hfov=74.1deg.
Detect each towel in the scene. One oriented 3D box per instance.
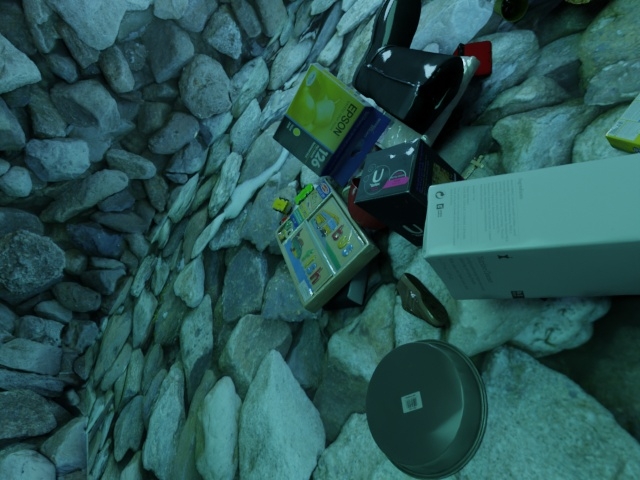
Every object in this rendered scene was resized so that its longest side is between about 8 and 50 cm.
[{"bbox_3d":[0.299,-0.417,1.315,0.331,0.053,0.317,-61,30,14],"label":"towel"}]

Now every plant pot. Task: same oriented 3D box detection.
[{"bbox_3d":[0.548,-0.685,1.235,0.083,0.083,0.079,-46,24,19],"label":"plant pot"}]

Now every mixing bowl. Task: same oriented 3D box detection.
[{"bbox_3d":[0.147,-0.095,1.235,0.098,0.182,0.181,-60,32,24],"label":"mixing bowl"}]

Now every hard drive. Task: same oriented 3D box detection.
[{"bbox_3d":[0.071,0.080,1.293,0.172,0.054,0.254,-18,52,44],"label":"hard drive"}]

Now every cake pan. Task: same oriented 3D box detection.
[{"bbox_3d":[0.211,0.352,0.921,0.293,0.054,0.293,-30,45,36],"label":"cake pan"}]

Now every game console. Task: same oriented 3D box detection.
[{"bbox_3d":[0.449,-0.525,1.291,0.124,0.085,0.144,118,165,-63],"label":"game console"}]

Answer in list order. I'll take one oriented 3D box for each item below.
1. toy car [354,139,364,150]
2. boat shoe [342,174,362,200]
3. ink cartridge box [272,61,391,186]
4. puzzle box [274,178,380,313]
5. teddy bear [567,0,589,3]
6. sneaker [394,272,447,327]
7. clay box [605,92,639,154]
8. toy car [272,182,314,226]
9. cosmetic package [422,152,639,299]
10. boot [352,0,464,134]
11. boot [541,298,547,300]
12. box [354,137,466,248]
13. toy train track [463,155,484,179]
[{"bbox_3d":[0.028,-0.418,1.525,0.210,0.238,0.219,-44,35,44],"label":"toy car"},{"bbox_3d":[0.171,-0.189,1.340,0.233,0.084,0.079,-14,37,42],"label":"boat shoe"},{"bbox_3d":[0.025,-0.372,1.423,0.303,0.307,0.072,-54,-7,36],"label":"ink cartridge box"},{"bbox_3d":[0.000,0.000,1.337,0.272,0.052,0.409,-46,37,13],"label":"puzzle box"},{"bbox_3d":[0.610,-0.708,1.092,0.245,0.113,0.338,-8,41,6],"label":"teddy bear"},{"bbox_3d":[0.240,0.158,1.032,0.071,0.066,0.188,-64,26,24],"label":"sneaker"},{"bbox_3d":[0.659,-0.200,0.755,0.127,0.053,0.222,-54,36,9],"label":"clay box"},{"bbox_3d":[-0.093,-0.130,1.654,0.225,0.053,0.239,-42,39,24],"label":"toy car"},{"bbox_3d":[0.397,-0.007,0.722,0.385,0.217,0.156,-6,60,31],"label":"cosmetic package"},{"bbox_3d":[0.267,-0.548,1.238,0.445,0.146,0.367,-113,41,-57],"label":"boot"},{"bbox_3d":[0.439,0.014,0.866,0.137,0.077,0.197,-41,40,17],"label":"boot"},{"bbox_3d":[0.239,-0.099,1.020,0.165,0.270,0.143,-8,59,50],"label":"box"},{"bbox_3d":[0.397,-0.190,1.113,0.083,0.014,0.048,-53,35,11],"label":"toy train track"}]
